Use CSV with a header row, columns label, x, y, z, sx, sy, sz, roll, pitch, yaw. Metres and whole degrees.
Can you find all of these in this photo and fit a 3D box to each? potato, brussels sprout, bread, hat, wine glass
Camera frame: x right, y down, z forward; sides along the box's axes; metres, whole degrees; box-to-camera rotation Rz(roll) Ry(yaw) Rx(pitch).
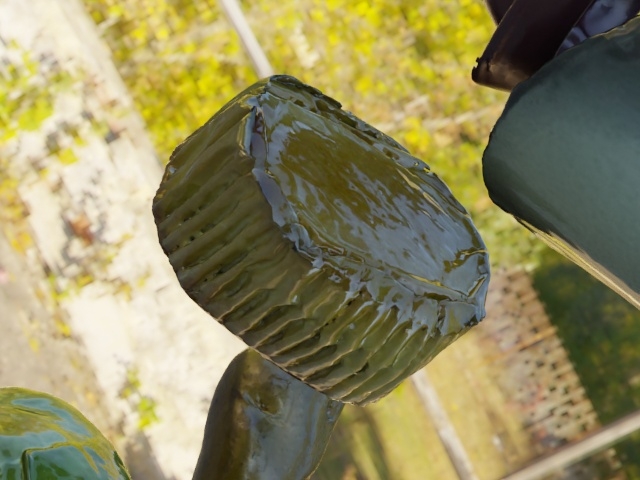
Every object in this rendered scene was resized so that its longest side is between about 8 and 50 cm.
label,x,y,z,sx,sy,sz,roll,pitch,yaw
potato,-0.083,0.275,1.746,0.176,0.369,0.195,30,-16,-24
brussels sprout,-0.309,0.290,1.363,0.247,0.328,0.328,12,49,-56
bread,0.000,0.000,1.090,0.253,0.142,0.227,31,39,-23
hat,0.150,-0.174,0.817,0.089,0.205,0.205,44,5,12
wine glass,0.262,0.099,0.739,0.267,0.267,0.406,46,26,-62
